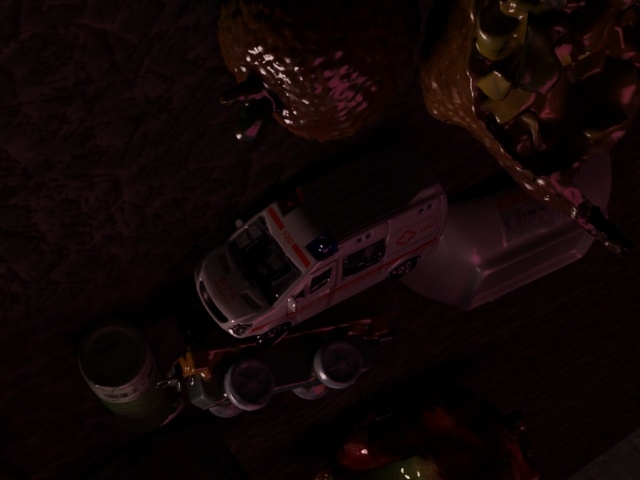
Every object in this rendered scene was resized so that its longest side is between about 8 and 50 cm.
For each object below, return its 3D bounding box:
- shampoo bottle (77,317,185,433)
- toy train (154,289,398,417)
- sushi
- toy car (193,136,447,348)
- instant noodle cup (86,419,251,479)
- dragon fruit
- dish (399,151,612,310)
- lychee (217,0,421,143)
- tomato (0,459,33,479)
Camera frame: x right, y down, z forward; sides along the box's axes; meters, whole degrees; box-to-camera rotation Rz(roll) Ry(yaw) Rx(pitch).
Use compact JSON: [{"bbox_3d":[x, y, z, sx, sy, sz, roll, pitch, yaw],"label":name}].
[{"bbox_3d":[-0.160,0.125,1.391,0.065,0.065,0.204,-28,161,-8],"label":"shampoo bottle"},{"bbox_3d":[-0.041,0.076,1.359,0.219,0.127,0.089,-11,171,-21],"label":"toy train"},{"bbox_3d":[0.139,-0.143,0.923,0.167,0.179,0.296,2,112,-32],"label":"sushi"},{"bbox_3d":[0.000,0.000,1.278,0.210,0.089,0.108,-26,160,-19],"label":"toy car"},{"bbox_3d":[-0.152,0.292,1.683,0.205,0.153,0.205,-29,161,-11],"label":"instant noodle cup"},{"bbox_3d":[0.129,0.305,2.032,0.303,0.237,0.231,-10,133,-23],"label":"dragon fruit"},{"bbox_3d":[0.191,-0.005,1.566,0.212,0.077,0.151,-23,160,-21],"label":"dish"},{"bbox_3d":[-0.003,-0.115,0.947,0.146,0.114,0.114,-42,165,-18],"label":"lychee"},{"bbox_3d":[-0.313,0.260,1.378,0.167,0.167,0.167,-27,161,-10],"label":"tomato"}]
